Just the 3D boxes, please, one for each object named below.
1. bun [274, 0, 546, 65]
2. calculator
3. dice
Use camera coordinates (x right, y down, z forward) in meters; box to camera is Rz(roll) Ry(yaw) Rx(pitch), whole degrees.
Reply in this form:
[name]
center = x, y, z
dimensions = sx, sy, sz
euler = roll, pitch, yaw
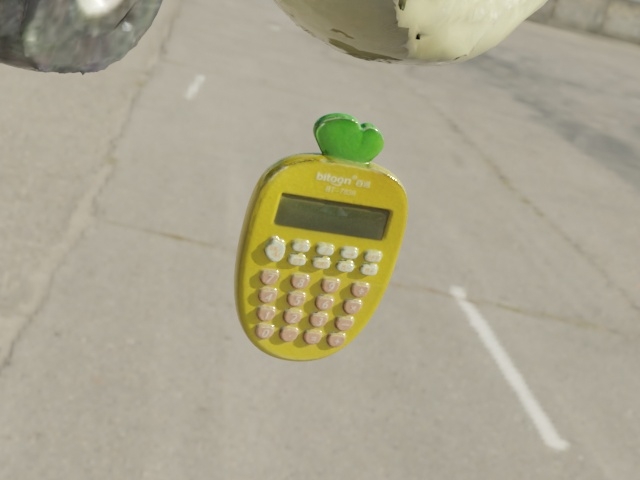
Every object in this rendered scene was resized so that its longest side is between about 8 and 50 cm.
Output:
[bun]
center = 0.066, -0.280, 0.836
dimensions = 0.211, 0.360, 0.359
euler = 36, 20, 26
[calculator]
center = 0.000, 0.000, 1.167
dimensions = 0.146, 0.235, 0.032
euler = 8, 20, -20
[dice]
center = -0.241, -0.259, 1.136
dimensions = 0.183, 0.182, 0.181
euler = 38, 26, 24
